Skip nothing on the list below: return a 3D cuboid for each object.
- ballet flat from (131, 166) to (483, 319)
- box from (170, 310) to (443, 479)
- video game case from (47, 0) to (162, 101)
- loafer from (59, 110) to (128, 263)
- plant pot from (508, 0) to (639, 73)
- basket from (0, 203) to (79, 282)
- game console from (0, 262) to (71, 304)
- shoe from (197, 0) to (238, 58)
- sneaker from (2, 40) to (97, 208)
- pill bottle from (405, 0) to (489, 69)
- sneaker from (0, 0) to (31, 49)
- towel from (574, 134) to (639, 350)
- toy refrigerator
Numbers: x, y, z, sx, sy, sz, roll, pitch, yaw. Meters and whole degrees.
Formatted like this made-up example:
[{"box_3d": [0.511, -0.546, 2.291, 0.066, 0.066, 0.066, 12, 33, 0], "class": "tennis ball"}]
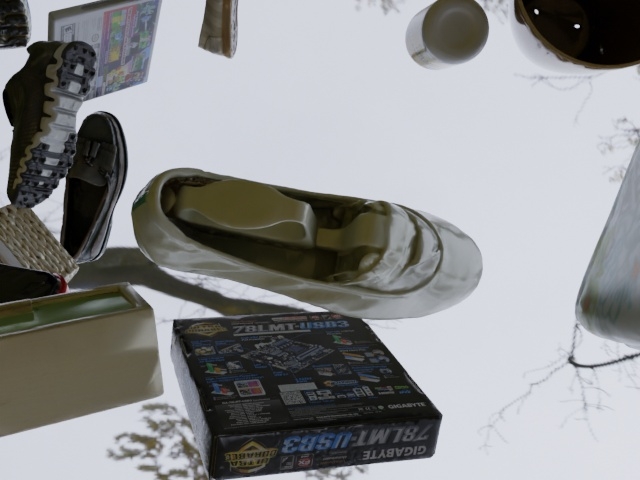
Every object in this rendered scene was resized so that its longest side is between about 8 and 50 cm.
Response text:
[{"box_3d": [0.000, 0.000, 0.776, 0.400, 0.139, 0.139, 10, -103, -9], "class": "ballet flat"}, {"box_3d": [-0.034, 0.191, 0.986, 0.293, 0.296, 0.073, -135, -131, -61], "class": "box"}, {"box_3d": [-0.345, -0.302, 1.162, 0.023, 0.183, 0.201, 52, -35, 15], "class": "video game case"}, {"box_3d": [-0.392, -0.087, 1.251, 0.096, 0.084, 0.267, 11, -80, 5], "class": "loafer"}, {"box_3d": [0.361, -0.331, 1.033, 0.237, 0.254, 0.237, 0, -90, 1], "class": "plant pot"}, {"box_3d": [-0.495, 0.031, 1.201, 0.167, 0.103, 0.113, 52, -46, -1], "class": "basket"}, {"box_3d": [-0.510, 0.128, 0.842, 0.387, 0.060, 0.342, 6, -145, 30], "class": "game console"}, {"box_3d": [-0.149, -0.376, 1.090, 0.058, 0.219, 0.076, 14, -142, 4], "class": "shoe"}, {"box_3d": [-0.378, -0.161, 0.977, 0.106, 0.078, 0.234, 22, -84, 24], "class": "sneaker"}, {"box_3d": [0.193, -0.326, 1.166, 0.103, 0.103, 0.184, -58, -171, 5], "class": "pill bottle"}, {"box_3d": [-0.386, -0.348, 0.776, 0.130, 0.330, 0.147, -1, -128, 1], "class": "sneaker"}, {"box_3d": [0.291, -0.071, 0.440, 0.090, 0.374, 0.320, 20, -93, 3], "class": "towel"}, {"box_3d": [-0.283, 0.106, 0.625, 0.102, 0.270, 0.094, 23, -60, 61], "class": "toy refrigerator"}]
